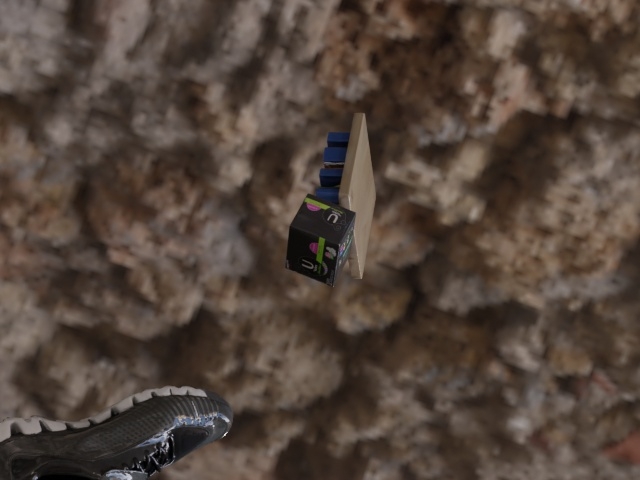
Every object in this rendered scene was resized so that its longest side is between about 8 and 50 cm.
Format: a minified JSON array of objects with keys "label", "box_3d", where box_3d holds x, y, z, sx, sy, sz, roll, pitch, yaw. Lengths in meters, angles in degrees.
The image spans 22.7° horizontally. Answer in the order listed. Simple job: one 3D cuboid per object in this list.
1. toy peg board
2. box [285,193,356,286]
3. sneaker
[{"label":"toy peg board","box_3d":[0.020,-0.060,2.146,0.161,0.079,0.161,80,15,-46]},{"label":"box","box_3d":[0.000,0.000,1.772,0.083,0.062,0.052,97,18,-54]},{"label":"sneaker","box_3d":[-0.177,0.193,1.378,0.106,0.234,0.078,-122,-147,-43]}]
